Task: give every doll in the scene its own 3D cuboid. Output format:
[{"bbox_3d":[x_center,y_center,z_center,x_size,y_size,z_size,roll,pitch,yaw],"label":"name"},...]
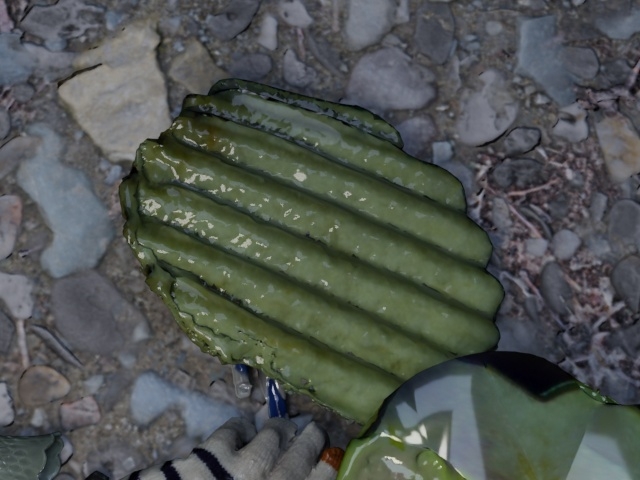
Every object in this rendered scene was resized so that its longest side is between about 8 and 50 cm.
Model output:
[{"bbox_3d":[-0.051,0.105,1.695,0.114,0.057,0.227,-26,75,-9],"label":"doll"}]

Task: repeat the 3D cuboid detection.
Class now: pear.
[{"bbox_3d":[0.193,0.310,1.570,0.399,0.165,0.399,3,63,-6],"label":"pear"}]

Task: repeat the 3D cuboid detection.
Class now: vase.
[{"bbox_3d":[-0.337,0.213,1.622,0.149,0.081,0.081,13,69,5],"label":"vase"}]

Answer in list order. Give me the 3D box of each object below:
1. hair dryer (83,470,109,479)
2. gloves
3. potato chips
[{"bbox_3d":[-0.212,0.279,1.633,0.083,0.031,0.079,27,80,-3],"label":"hair dryer"},{"bbox_3d":[-0.079,0.247,1.589,0.219,0.131,0.140,-16,90,5],"label":"gloves"},{"bbox_3d":[0.000,0.000,1.704,0.429,0.070,0.358,24,55,-9],"label":"potato chips"}]
